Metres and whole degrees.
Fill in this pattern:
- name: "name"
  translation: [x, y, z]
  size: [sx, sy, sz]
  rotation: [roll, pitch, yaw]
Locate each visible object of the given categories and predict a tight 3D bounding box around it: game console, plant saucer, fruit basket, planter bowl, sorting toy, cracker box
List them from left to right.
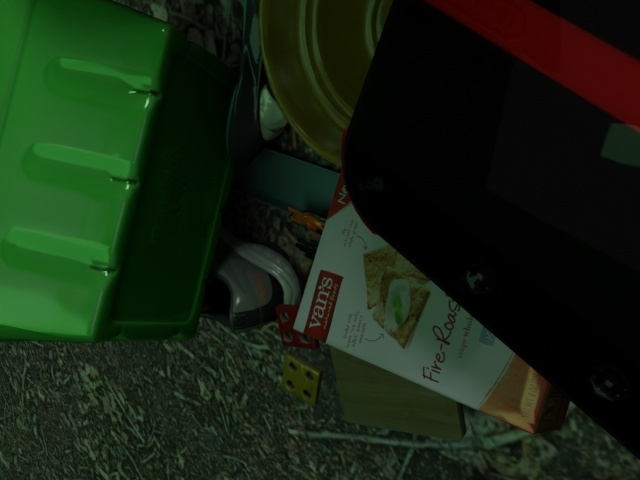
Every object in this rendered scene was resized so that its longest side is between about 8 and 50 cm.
- name: "fruit basket"
  translation: [-0.287, -0.073, 0.704]
  size: [0.392, 0.283, 0.391]
  rotation: [-3, 82, 21]
- name: "plant saucer"
  translation: [-0.044, -0.067, 0.700]
  size: [0.192, 0.018, 0.067]
  rotation: [23, 122, 35]
- name: "planter bowl"
  translation: [0.056, -0.168, 0.508]
  size: [0.217, 0.090, 0.217]
  rotation: [18, 118, 38]
- name: "sorting toy"
  translation: [0.071, 0.120, 0.637]
  size: [0.275, 0.046, 0.132]
  rotation: [-3, 105, 37]
- name: "cracker box"
  translation: [0.099, 0.038, 0.527]
  size: [0.232, 0.067, 0.155]
  rotation: [16, 90, 39]
- name: "game console"
  translation: [0.187, -0.052, 0.316]
  size: [0.386, 0.060, 0.341]
  rotation: [42, 132, 25]

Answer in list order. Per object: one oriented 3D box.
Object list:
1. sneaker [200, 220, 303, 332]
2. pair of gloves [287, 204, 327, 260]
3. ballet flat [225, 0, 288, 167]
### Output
- name: "sneaker"
  translation: [-0.147, 0.031, 0.777]
  size: [0.272, 0.108, 0.100]
  rotation: [22, 123, 38]
- name: "pair of gloves"
  translation: [0.000, 0.000, 0.672]
  size: [0.074, 0.010, 0.083]
  rotation: [27, 147, 30]
- name: "ballet flat"
  translation: [-0.048, -0.161, 0.630]
  size: [0.074, 0.074, 0.203]
  rotation: [28, 119, 33]
